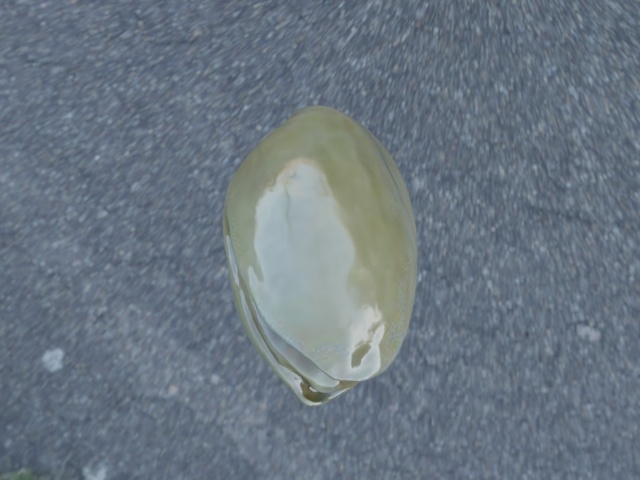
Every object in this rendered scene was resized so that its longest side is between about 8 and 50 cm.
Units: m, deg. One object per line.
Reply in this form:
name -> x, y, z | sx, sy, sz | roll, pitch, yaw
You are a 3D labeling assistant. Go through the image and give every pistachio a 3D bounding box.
pistachio -> 0.000, 0.000, 1.053 | 0.181, 0.293, 0.162 | 6, 149, -20
